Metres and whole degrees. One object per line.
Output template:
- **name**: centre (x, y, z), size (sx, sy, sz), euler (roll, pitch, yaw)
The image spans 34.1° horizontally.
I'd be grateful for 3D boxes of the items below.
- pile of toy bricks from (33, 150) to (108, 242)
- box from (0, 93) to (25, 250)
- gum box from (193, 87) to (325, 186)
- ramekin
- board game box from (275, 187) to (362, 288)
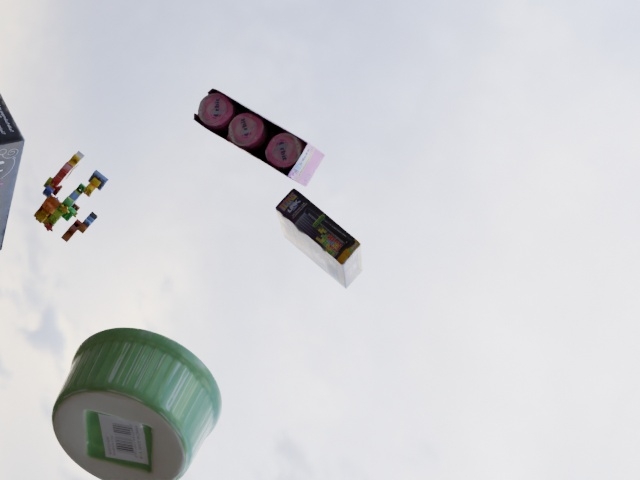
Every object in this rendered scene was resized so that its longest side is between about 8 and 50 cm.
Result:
- **pile of toy bricks**: centre (-0.492, -0.061, 1.997), size (0.118, 0.105, 0.212), euler (40, -47, -8)
- **box**: centre (-0.477, -0.098, 1.307), size (0.163, 0.142, 0.247), euler (59, -37, 21)
- **gum box**: centre (-0.096, -0.160, 1.603), size (0.188, 0.107, 0.062), euler (32, -87, 15)
- **ramekin**: centre (-0.349, 0.323, 1.944), size (0.148, 0.303, 0.303), euler (-69, -176, -52)
- **board game box**: centre (0.000, 0.000, 1.669), size (0.141, 0.048, 0.170), euler (39, -10, 13)
